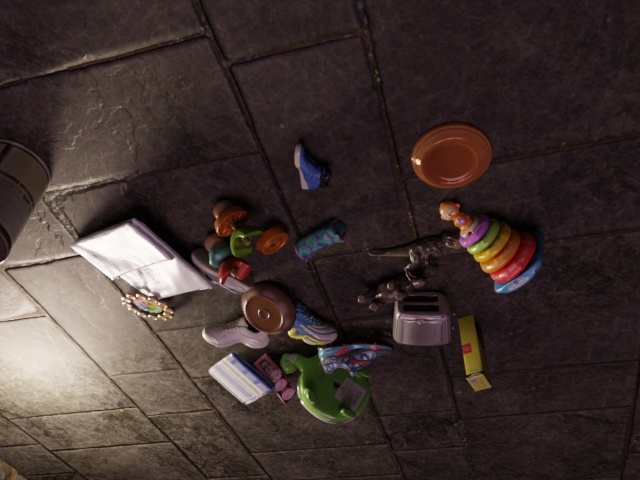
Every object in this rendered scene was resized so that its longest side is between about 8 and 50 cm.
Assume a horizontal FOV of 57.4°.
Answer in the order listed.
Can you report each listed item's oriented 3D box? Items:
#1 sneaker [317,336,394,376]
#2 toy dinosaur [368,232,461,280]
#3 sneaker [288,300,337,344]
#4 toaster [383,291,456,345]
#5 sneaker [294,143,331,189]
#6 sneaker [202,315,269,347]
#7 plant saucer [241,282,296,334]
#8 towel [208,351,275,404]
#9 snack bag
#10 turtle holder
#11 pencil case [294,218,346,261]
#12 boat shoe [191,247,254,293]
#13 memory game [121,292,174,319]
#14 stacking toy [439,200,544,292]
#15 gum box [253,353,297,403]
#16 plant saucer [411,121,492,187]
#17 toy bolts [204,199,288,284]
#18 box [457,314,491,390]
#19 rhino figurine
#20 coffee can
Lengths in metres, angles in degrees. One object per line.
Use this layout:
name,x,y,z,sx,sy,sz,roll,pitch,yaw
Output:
sneaker,0.123,0.401,2.006,0.262,0.104,0.125,-4,95,-2
toy dinosaur,0.287,0.049,1.709,0.268,0.064,0.118,-13,118,18
sneaker,-0.052,0.272,1.942,0.240,0.091,0.126,11,135,-5
toaster,0.315,0.247,1.863,0.227,0.129,0.146,1,132,7
sneaker,-0.015,-0.189,1.493,0.085,0.058,0.152,1,140,12
sneaker,-0.288,0.302,2.008,0.232,0.090,0.115,2,129,-10
plant saucer,-0.176,0.231,1.896,0.199,0.036,0.198,10,119,19
towel,-0.295,0.511,2.161,0.209,0.034,0.285,42,143,-4
snack bag,-0.543,0.078,1.780,0.323,0.037,0.342,-15,133,35
turtle holder,0.009,0.531,2.098,0.320,0.243,0.227,8,153,-9
pencil case,0.000,0.000,1.680,0.152,0.064,0.070,-27,102,29
boat shoe,-0.313,0.105,1.803,0.227,0.079,0.081,33,125,-29
memory game,-0.581,0.225,1.967,0.186,0.012,0.186,9,147,6
stacking toy,0.447,-0.011,1.594,0.302,0.165,0.175,36,133,-9
gum box,-0.170,0.514,2.177,0.062,0.107,0.188,-39,134,-16
plant saucer,0.330,-0.204,1.465,0.200,0.037,0.200,2,136,2
toy bolts,-0.235,-0.008,1.681,0.218,0.158,0.228,-8,142,-50
box,0.495,0.358,1.881,0.058,0.232,0.087,-20,131,23
rhino figurine,0.241,0.146,1.790,0.243,0.106,0.073,-24,88,25
coffee can,-0.846,-0.100,1.502,0.202,0.275,0.201,3,135,3
